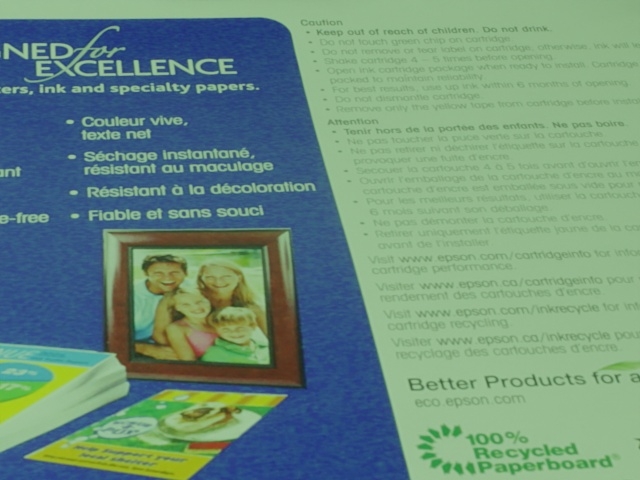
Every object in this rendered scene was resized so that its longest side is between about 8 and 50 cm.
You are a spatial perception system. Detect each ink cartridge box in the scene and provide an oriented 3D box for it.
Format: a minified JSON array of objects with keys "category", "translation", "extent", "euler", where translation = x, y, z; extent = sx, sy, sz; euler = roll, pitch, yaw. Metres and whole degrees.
[{"category":"ink cartridge box","translation":[0.000,0.000,0.510],"extent":[0.303,0.072,0.307],"euler":[-2,36,-9]}]
